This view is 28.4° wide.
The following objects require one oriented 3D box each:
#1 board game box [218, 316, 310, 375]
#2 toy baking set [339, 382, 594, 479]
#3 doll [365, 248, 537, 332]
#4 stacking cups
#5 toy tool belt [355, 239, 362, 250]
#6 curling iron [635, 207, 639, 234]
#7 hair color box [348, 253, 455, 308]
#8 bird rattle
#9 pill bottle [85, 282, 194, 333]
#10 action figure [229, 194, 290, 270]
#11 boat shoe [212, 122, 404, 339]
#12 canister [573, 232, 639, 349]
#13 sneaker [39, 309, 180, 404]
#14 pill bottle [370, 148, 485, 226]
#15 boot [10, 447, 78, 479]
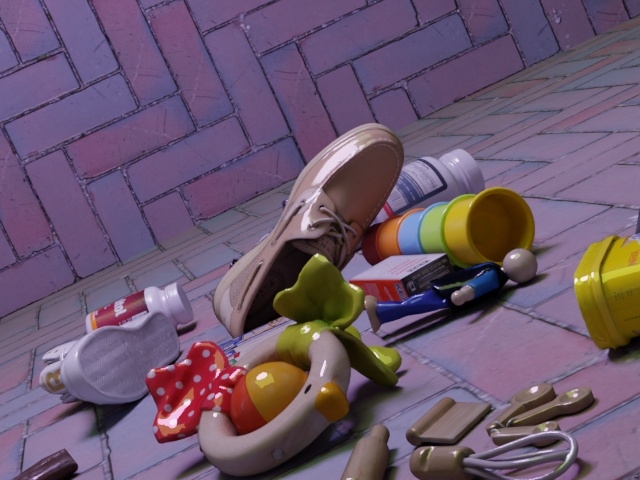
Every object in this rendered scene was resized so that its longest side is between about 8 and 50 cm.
[{"bbox_3d":[-0.056,0.134,1.425,0.147,0.045,0.193,-25,9,-2],"label":"board game box"},{"bbox_3d":[0.100,0.156,0.928,0.197,0.030,0.256,-21,9,21],"label":"toy baking set"},{"bbox_3d":[0.143,0.054,1.358,0.189,0.046,0.129,-17,0,5],"label":"doll"},{"bbox_3d":[0.146,-0.010,1.579,0.096,0.096,0.316,-28,9,-21],"label":"stacking cups"},{"bbox_3d":[0.053,-0.014,1.980,0.083,0.051,0.052,-32,11,-40],"label":"toy tool belt"},{"bbox_3d":[0.374,-0.046,1.362,0.068,0.035,0.274,-19,10,34],"label":"curling iron"},{"bbox_3d":[0.098,0.050,1.514,0.072,0.043,0.141,-28,8,-21],"label":"hair color box"},{"bbox_3d":[-0.056,0.136,1.190,0.254,0.143,0.207,-26,25,9],"label":"bird rattle"},{"bbox_3d":[-0.277,0.123,1.945,0.152,0.086,0.086,-24,9,4],"label":"pill bottle"},{"bbox_3d":[-0.063,0.013,1.944,0.185,0.099,0.285,-41,-5,17],"label":"action figure"},{"bbox_3d":[0.000,0.000,1.642,0.341,0.122,0.110,-52,26,3],"label":"boat shoe"},{"bbox_3d":[0.306,0.022,1.030,0.170,0.073,0.126,-19,10,26],"label":"canister"},{"bbox_3d":[-0.311,0.180,1.686,0.169,0.108,0.292,-24,-1,15],"label":"sneaker"},{"bbox_3d":[0.142,-0.059,1.822,0.180,0.108,0.108,-27,9,-19],"label":"pill bottle"},{"bbox_3d":[-0.337,0.270,1.407,0.106,0.037,0.114,1,27,40],"label":"boot"}]
